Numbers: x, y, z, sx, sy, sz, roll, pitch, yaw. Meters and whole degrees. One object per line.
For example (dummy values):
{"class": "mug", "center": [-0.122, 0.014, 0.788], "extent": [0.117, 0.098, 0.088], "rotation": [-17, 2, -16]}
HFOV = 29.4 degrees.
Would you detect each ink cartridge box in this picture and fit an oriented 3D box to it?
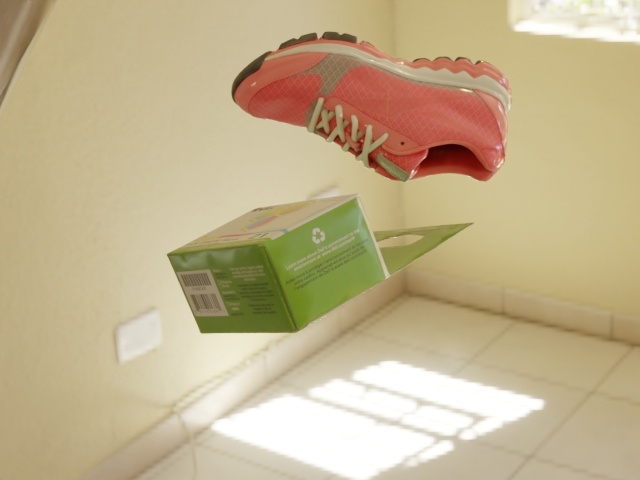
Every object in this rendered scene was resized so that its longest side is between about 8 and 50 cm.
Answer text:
{"class": "ink cartridge box", "center": [0.000, 0.000, 1.264], "extent": [0.255, 0.097, 0.188], "rotation": [-30, 13, -33]}

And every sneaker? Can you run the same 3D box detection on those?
{"class": "sneaker", "center": [0.061, -0.132, 1.305], "extent": [0.313, 0.116, 0.136], "rotation": [4, 61, -10]}

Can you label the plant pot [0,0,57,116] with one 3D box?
{"class": "plant pot", "center": [-0.183, -0.062, 0.333], "extent": [0.263, 0.229, 0.263], "rotation": [14, 13, -3]}
